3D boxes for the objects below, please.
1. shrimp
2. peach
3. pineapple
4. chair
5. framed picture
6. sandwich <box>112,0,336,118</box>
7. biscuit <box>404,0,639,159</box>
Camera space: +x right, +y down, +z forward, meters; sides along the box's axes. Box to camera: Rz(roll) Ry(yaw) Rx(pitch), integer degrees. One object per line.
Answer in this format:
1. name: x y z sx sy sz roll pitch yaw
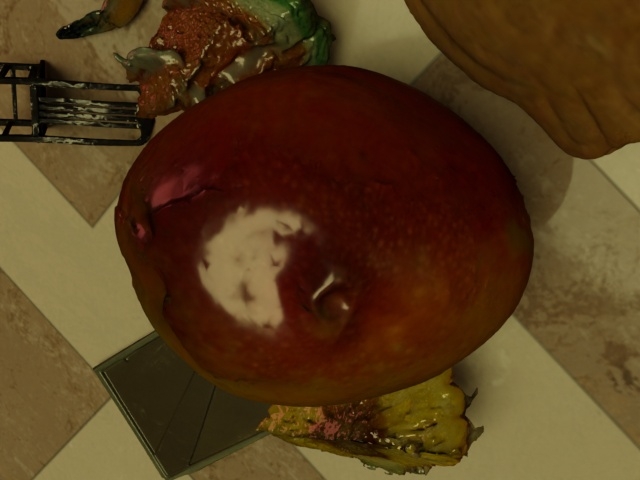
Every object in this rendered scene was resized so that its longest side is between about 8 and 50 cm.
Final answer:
1. shrimp: -0.298 -0.331 0.888 0.262 0.051 0.198 29 117 8
2. peach: 0.002 -0.002 0.697 0.372 0.372 0.290 37 115 8
3. pineapple: 0.083 0.183 0.886 0.250 0.140 0.164 -9 146 41
4. chair: -0.306 -0.160 0.944 0.212 0.101 0.084 -1 113 -16
5. framed picture: -0.158 0.189 1.020 0.260 0.023 0.189 -32 93 29
6. sandwich: -0.099 -0.190 0.789 0.185 0.160 0.109 19 157 23
7. biscuit: 0.196 -0.233 0.588 0.365 0.062 0.385 48 152 10
